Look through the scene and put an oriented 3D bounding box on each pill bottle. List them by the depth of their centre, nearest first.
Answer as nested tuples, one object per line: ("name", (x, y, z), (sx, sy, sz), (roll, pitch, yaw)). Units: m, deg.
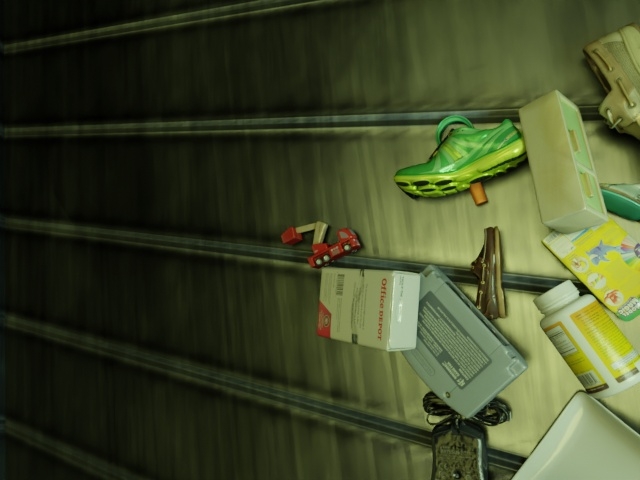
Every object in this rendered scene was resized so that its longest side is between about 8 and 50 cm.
("pill bottle", (0.520, 0.189, 0.927), (0.117, 0.117, 0.214), (-36, 69, 18))

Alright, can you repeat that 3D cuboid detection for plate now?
("plate", (0.521, 0.474, 0.872), (0.277, 0.045, 0.277), (-59, 29, 9))

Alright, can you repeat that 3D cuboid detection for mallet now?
("mallet", (0.256, -0.194, 1.143), (0.062, 0.039, 0.189), (38, 107, 24))

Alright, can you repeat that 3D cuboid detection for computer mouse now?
("computer mouse", (0.313, 0.479, 1.027), (0.189, 0.072, 0.271), (-1, 71, 29))

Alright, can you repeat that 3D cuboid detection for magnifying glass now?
("magnifying glass", (0.342, -0.192, 1.118), (0.092, 0.026, 0.230), (-23, 75, 22))

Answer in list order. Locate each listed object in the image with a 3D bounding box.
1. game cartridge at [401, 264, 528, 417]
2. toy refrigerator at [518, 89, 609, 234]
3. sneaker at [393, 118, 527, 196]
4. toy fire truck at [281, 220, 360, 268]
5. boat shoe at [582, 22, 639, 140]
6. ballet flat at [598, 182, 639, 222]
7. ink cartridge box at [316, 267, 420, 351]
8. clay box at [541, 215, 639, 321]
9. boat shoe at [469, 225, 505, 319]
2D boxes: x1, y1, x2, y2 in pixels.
("game cartridge", (0.278, 0.223, 1.043), (0.297, 0.062, 0.198), (53, 122, 32))
("toy refrigerator", (0.490, -0.159, 0.951), (0.094, 0.102, 0.269), (-25, 57, 47))
("sneaker", (0.311, -0.184, 1.073), (0.296, 0.109, 0.123), (-17, 65, 18))
("toy fire truck", (0.000, 0.000, 1.252), (0.192, 0.047, 0.135), (-28, 71, 20))
("boat shoe", (0.621, -0.265, 0.942), (0.110, 0.122, 0.340), (-17, 66, 29))
("ballet flat", (0.652, -0.064, 0.926), (0.222, 0.077, 0.079), (36, 82, 21))
("ink cartridge box", (0.108, 0.154, 1.104), (0.237, 0.100, 0.171), (-1, 82, 50))
("clay box", (0.578, 0.043, 0.952), (0.127, 0.053, 0.222), (-43, 67, 16))
("boat shoe", (0.367, 0.071, 1.043), (0.073, 0.073, 0.206), (-3, 82, 25))
